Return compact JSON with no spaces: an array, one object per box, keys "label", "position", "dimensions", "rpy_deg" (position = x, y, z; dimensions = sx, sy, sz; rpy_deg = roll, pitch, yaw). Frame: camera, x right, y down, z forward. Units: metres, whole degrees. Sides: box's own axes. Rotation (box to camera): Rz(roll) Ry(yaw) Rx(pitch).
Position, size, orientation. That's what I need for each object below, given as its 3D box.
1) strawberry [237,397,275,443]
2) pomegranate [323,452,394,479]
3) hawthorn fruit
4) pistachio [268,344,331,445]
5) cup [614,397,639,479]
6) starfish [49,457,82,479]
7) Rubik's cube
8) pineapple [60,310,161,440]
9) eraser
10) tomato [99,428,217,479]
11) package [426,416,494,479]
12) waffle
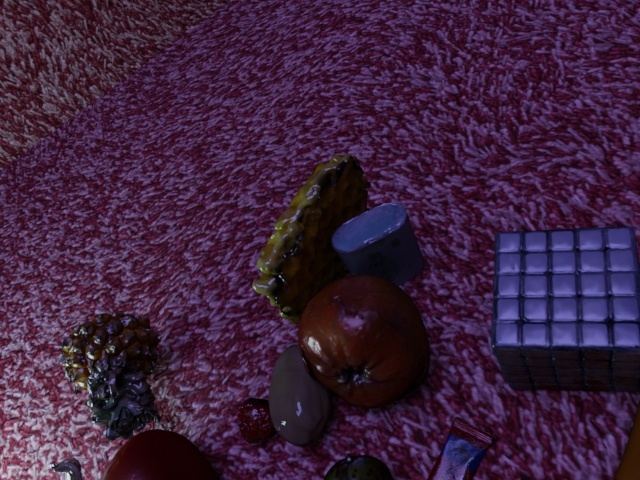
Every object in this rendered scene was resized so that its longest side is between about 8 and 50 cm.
[{"label":"strawberry","position":[-0.137,0.398,1.169],"dimensions":[0.106,0.106,0.106],"rpy_deg":[-13,54,18]},{"label":"pomegranate","position":[0.079,0.486,0.982],"dimensions":[0.148,0.148,0.169],"rpy_deg":[-28,58,7]},{"label":"hawthorn fruit","position":[0.091,0.185,1.117],"dimensions":[0.275,0.276,0.307],"rpy_deg":[-19,24,14]},{"label":"pistachio","position":[-0.045,0.333,1.147],"dimensions":[0.135,0.136,0.226],"rpy_deg":[-22,44,11]},{"label":"cup","position":[0.572,0.292,0.823],"dimensions":[0.182,0.226,0.264],"rpy_deg":[18,74,53]},{"label":"starfish","position":[-0.413,0.654,0.941],"dimensions":[0.323,0.082,0.432],"rpy_deg":[17,89,24]},{"label":"Rubik's cube","position":[0.449,0.130,0.971],"dimensions":[0.238,0.237,0.237],"rpy_deg":[-3,57,24]},{"label":"pineapple","position":[-0.469,0.340,1.244],"dimensions":[0.262,0.262,0.272],"rpy_deg":[-41,41,-4]},{"label":"eraser","position":[0.136,0.027,1.196],"dimensions":[0.174,0.227,0.081],"rpy_deg":[-29,55,4]},{"label":"tomato","position":[-0.353,0.544,1.096],"dimensions":[0.298,0.226,0.299],"rpy_deg":[-13,51,16]},{"label":"package","position":[0.248,0.441,0.999],"dimensions":[0.083,0.022,0.200],"rpy_deg":[21,71,35]},{"label":"waffle","position":[0.000,0.000,1.192],"dimensions":[0.095,0.380,0.382],"rpy_deg":[26,78,24]}]
